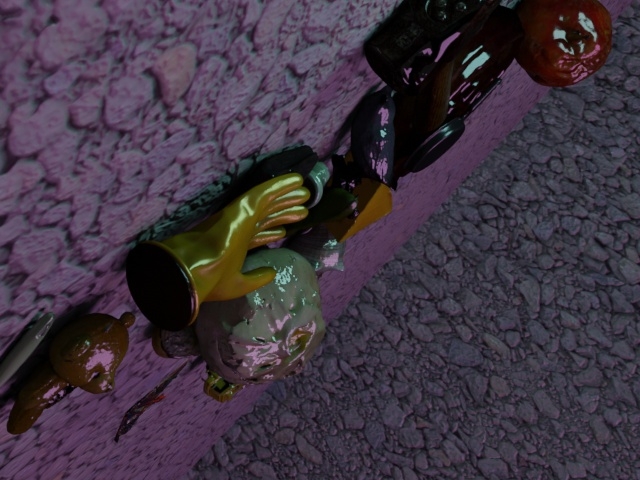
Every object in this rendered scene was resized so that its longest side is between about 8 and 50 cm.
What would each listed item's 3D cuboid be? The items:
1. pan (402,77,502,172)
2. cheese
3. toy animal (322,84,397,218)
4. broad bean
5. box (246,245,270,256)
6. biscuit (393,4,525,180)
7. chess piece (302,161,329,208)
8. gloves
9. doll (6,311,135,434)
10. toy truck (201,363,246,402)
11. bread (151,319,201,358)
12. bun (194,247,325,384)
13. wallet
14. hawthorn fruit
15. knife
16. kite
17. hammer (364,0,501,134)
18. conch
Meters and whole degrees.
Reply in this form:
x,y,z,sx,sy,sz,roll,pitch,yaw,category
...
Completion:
x,y,z,sx,sy,sz,roll,pitch,yaw,category
0.239,-0.199,1.892,0.235,0.028,0.136,-43,171,-2,pan
0.070,-0.096,1.917,0.126,0.093,0.171,-30,162,-22,cheese
0.091,-0.142,1.716,0.210,0.117,0.121,-60,-177,39,toy animal
-0.015,-0.043,1.721,0.254,0.046,0.065,-21,-149,51,broad bean
-0.128,0.095,1.869,0.144,0.090,0.201,-44,171,-19,box
0.232,-0.258,2.000,0.407,0.091,0.407,-46,171,-10,biscuit
-0.019,-0.091,1.667,0.067,0.067,0.103,-51,180,24,chess piece
-0.108,0.001,1.402,0.294,0.116,0.133,-32,168,-44,gloves
-0.315,0.174,1.352,0.209,0.097,0.137,-45,178,28,doll
-0.144,0.220,2.280,0.286,0.111,0.136,-46,170,-21,toy truck
-0.215,0.155,1.747,0.157,0.083,0.094,-5,166,-39,bread
-0.083,0.129,1.682,0.239,0.141,0.239,-30,134,-35,bun
-0.103,-0.036,1.554,0.229,0.049,0.182,-49,173,25,wallet
0.468,-0.390,2.063,0.207,0.207,0.243,-48,-170,7,hawthorn fruit
-0.398,0.187,1.253,0.293,0.020,0.043,-49,173,18,knife
-0.341,0.324,2.141,0.232,0.009,0.189,-48,171,8,kite
0.182,-0.261,1.617,0.242,0.095,0.409,-46,165,-10,hammer
0.005,0.011,2.074,0.234,0.114,0.137,-52,-175,-4,conch
